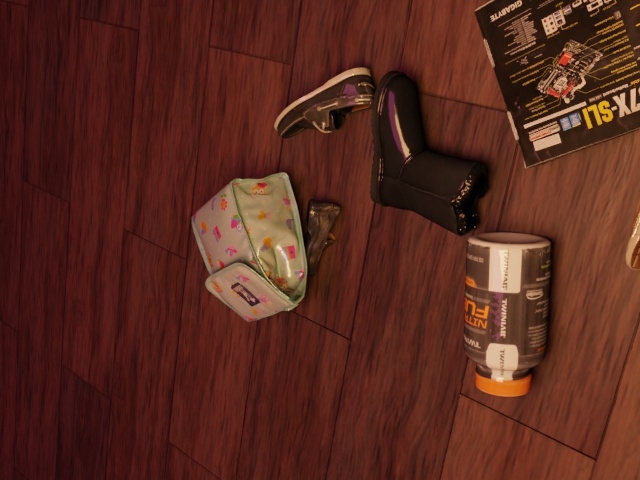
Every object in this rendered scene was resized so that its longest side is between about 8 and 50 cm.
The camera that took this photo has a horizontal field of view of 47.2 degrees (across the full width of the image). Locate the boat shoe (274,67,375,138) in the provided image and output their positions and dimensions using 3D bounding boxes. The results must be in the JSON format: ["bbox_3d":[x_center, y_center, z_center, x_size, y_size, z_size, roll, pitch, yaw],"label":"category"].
[{"bbox_3d":[0.004,-0.237,1.363,0.233,0.084,0.079,-23,83,37],"label":"boat shoe"}]

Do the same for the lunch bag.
[{"bbox_3d":[-0.134,0.027,1.459,0.223,0.160,0.262,-28,77,55],"label":"lunch bag"}]

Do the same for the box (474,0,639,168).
[{"bbox_3d":[0.392,-0.270,1.007,0.322,0.079,0.257,-21,88,48],"label":"box"}]

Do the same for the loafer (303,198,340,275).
[{"bbox_3d":[0.000,0.000,1.426,0.062,0.061,0.170,-96,11,-53],"label":"loafer"}]

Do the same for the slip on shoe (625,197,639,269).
[{"bbox_3d":[0.466,-0.024,1.043,0.041,0.051,0.135,-110,23,-63],"label":"slip on shoe"}]

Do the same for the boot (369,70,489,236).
[{"bbox_3d":[0.186,-0.146,1.217,0.207,0.094,0.246,21,118,40],"label":"boot"}]

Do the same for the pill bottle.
[{"bbox_3d":[0.292,0.117,1.153,0.130,0.130,0.246,8,102,39],"label":"pill bottle"}]
